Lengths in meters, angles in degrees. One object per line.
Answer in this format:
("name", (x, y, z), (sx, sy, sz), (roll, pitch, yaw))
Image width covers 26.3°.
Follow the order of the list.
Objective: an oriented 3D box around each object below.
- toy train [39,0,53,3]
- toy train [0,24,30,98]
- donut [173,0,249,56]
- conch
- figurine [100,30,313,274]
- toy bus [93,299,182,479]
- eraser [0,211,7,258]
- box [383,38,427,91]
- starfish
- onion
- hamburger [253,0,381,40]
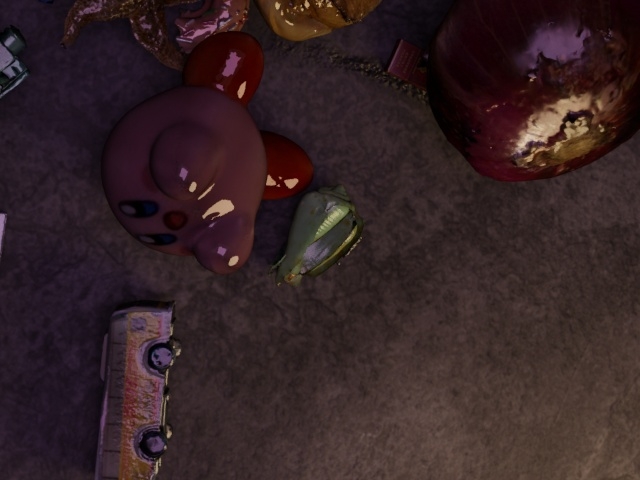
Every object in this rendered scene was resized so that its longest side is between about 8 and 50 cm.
("toy train", (-0.430, -0.417, 1.759), (0.300, 0.131, 0.201), (2, 91, -15))
("toy train", (-0.491, -0.185, 1.753), (0.269, 0.154, 0.115), (-42, 104, -4))
("donut", (-0.145, -0.331, 1.856), (0.117, 0.065, 0.166), (-5, 99, -10))
("conch", (0.000, 0.000, 1.924), (0.106, 0.079, 0.170), (27, 106, -8))
("figurine", (-0.173, -0.099, 1.810), (0.261, 0.211, 0.269), (-62, 140, -39))
("toy bus", (-0.252, 0.213, 1.885), (0.106, 0.092, 0.268), (6, 95, -3))
("eraser", (-0.501, 0.003, 1.839), (0.150, 0.023, 0.103), (8, 94, -12))
("box", (0.137, -0.246, 1.947), (0.082, 0.023, 0.051), (23, 92, -13))
("starfish", (-0.220, -0.326, 1.767), (0.277, 0.062, 0.236), (-49, 121, -12))
("onion", (0.290, -0.278, 1.862), (0.348, 0.347, 0.385), (-10, 60, -11))
("hamburger", (-0.028, -0.415, 1.762), (0.174, 0.284, 0.304), (-18, 101, 21))
